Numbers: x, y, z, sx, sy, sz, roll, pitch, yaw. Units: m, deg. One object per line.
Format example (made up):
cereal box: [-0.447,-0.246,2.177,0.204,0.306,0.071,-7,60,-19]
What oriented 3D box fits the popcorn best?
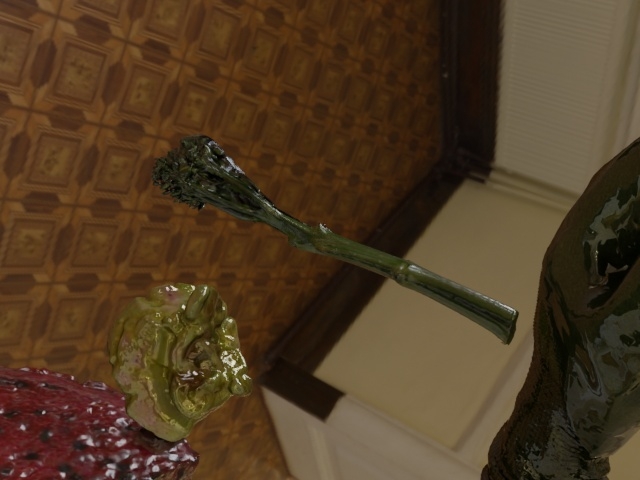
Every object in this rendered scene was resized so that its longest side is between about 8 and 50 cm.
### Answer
popcorn: [-0.102,0.083,0.551,0.097,0.089,0.109,30,75,-29]

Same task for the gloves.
gloves: [0.158,0.033,0.379,0.135,0.107,0.268,-18,141,-56]

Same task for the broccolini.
broccolini: [0.000,0.000,0.406,0.044,0.218,0.042,-56,156,-12]

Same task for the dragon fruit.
dragon fruit: [-0.300,0.215,0.759,0.302,0.330,0.240,-36,165,-31]
